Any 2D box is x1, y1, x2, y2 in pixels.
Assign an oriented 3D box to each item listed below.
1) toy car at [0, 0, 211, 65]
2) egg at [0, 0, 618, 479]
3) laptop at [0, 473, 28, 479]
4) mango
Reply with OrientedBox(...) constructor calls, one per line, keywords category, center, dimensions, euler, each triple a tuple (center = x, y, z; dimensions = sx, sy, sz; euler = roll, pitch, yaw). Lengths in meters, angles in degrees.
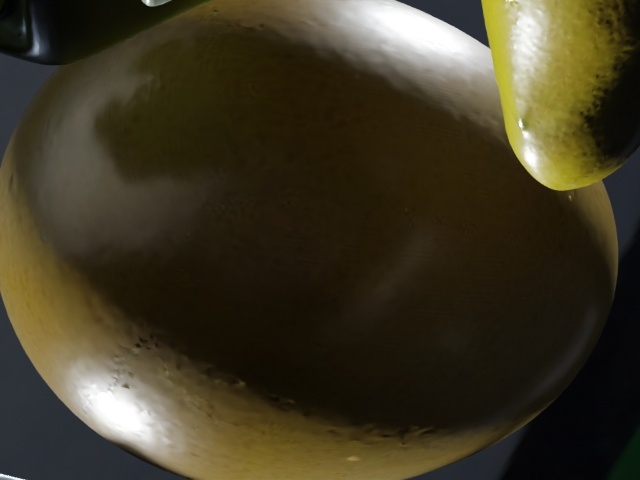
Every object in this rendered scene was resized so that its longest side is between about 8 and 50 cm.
OrientedBox(category="toy car", center=(-0.102, -0.156, 0.529), dimensions=(0.248, 0.198, 0.204), euler=(-28, 154, -25))
OrientedBox(category="egg", center=(0.000, 0.000, 0.739), dimensions=(0.250, 0.322, 0.250), euler=(-24, -116, 62))
OrientedBox(category="laptop", center=(-0.115, 0.199, 0.830), dimensions=(0.016, 0.180, 0.129), euler=(-51, -148, 31))
OrientedBox(category="mango", center=(0.097, -0.093, 0.507), dimensions=(0.103, 0.076, 0.161), euler=(-24, 132, -41))
